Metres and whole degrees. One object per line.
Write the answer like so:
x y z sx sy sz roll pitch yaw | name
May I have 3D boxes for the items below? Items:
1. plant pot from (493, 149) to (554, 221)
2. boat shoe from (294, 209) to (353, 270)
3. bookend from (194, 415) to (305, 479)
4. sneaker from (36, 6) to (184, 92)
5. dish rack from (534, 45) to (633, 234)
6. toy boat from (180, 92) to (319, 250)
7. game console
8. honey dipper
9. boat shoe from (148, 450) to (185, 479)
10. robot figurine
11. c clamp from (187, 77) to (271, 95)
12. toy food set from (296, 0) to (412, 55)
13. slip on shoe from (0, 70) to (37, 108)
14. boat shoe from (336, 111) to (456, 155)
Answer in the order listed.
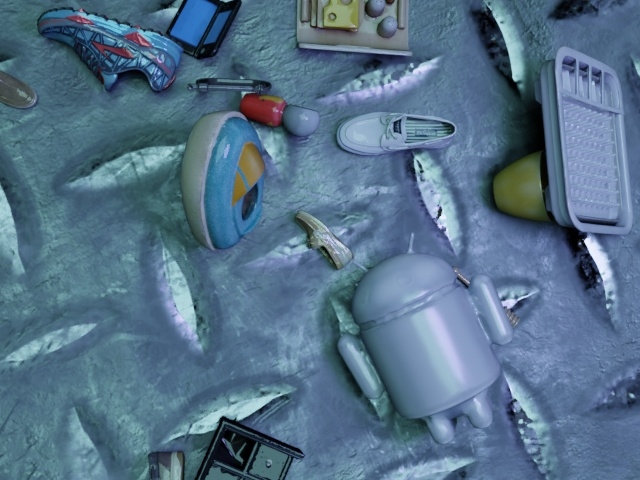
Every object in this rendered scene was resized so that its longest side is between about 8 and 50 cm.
0.379 -0.096 1.543 0.095 0.134 0.134 -7 84 25 | plant pot
0.000 0.000 1.511 0.135 0.050 0.045 42 75 -2 | boat shoe
-0.133 0.412 1.437 0.156 0.072 0.157 25 82 -5 | bookend
-0.385 -0.334 1.468 0.262 0.104 0.125 14 89 -1 | sneaker
0.486 -0.174 1.531 0.285 0.072 0.333 3 81 -48 | dish rack
-0.122 -0.145 1.429 0.148 0.267 0.318 18 53 15 | toy boat
-0.217 -0.405 1.517 0.071 0.107 0.122 30 80 -32 | game console
0.308 0.105 1.552 0.160 0.030 0.030 41 80 0 | honey dipper
-0.278 0.474 1.411 0.073 0.080 0.223 5 78 -2 | boat shoe
0.181 0.171 1.441 0.300 0.200 0.353 -25 88 9 | robot figurine
-0.164 -0.276 1.484 0.160 0.137 0.022 -2 109 -13 | c clamp
0.069 -0.503 1.545 0.219 0.092 0.306 2 89 -7 | toy food set
-0.573 -0.281 1.467 0.135 0.041 0.051 33 81 -3 | slip on shoe
0.144 -0.210 1.540 0.226 0.076 0.083 -6 84 -8 | boat shoe
